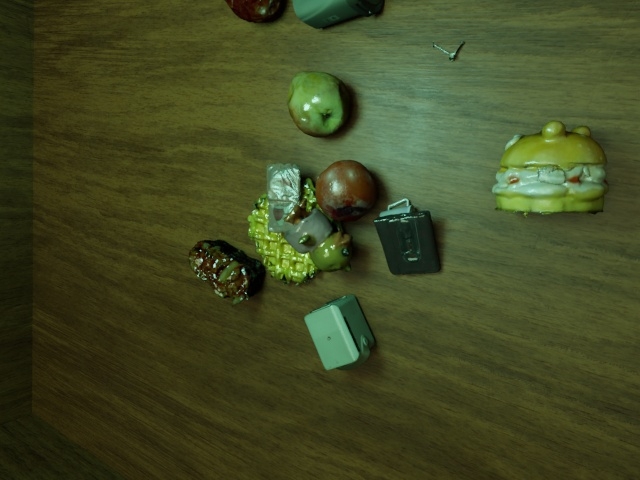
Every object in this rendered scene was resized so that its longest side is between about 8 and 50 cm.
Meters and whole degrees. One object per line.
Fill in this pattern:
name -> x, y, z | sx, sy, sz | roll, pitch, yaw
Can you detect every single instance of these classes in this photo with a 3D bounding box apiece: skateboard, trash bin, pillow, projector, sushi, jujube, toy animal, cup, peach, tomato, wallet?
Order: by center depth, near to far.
skateboard -> 0.390, -0.601, 1.268 | 0.083, 0.032, 0.064 | 37, 102, 17
trash bin -> 0.051, -0.822, 1.321 | 0.250, 0.219, 0.220 | -4, 93, 35
wallet -> 0.286, 0.016, 1.343 | 0.181, 0.049, 0.229 | -7, 120, 25
tomato -> 0.086, -0.159, 1.378 | 0.208, 0.208, 0.185 | -31, 66, 27
cup -> 0.264, -0.088, 1.381 | 0.116, 0.074, 0.104 | -6, 70, 33
toy animal -> -0.001, 0.004, 1.382 | 0.281, 0.195, 0.169 | 37, 124, 0
peach -> -0.010, -0.480, 1.407 | 0.214, 0.214, 0.236 | -37, 62, 26
projector -> 0.075, 0.334, 1.467 | 0.163, 0.177, 0.243 | -28, 82, 30
pillow -> -0.129, -0.152, 1.479 | 0.135, 0.049, 0.249 | 1, 96, 23
jujube -> -0.270, -0.910, 1.481 | 0.290, 0.197, 0.197 | 42, 113, 15
sushi -> -0.387, 0.133, 1.684 | 0.343, 0.182, 0.197 | 30, 116, 24

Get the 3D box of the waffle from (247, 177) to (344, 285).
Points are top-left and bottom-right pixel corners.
waffle -> -0.101, -0.030, 1.559 | 0.379, 0.095, 0.382 | -34, 83, 24

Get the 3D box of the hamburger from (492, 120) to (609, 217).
hamburger -> 0.601, -0.184, 1.082 | 0.276, 0.276, 0.237 | 5, 101, 27
